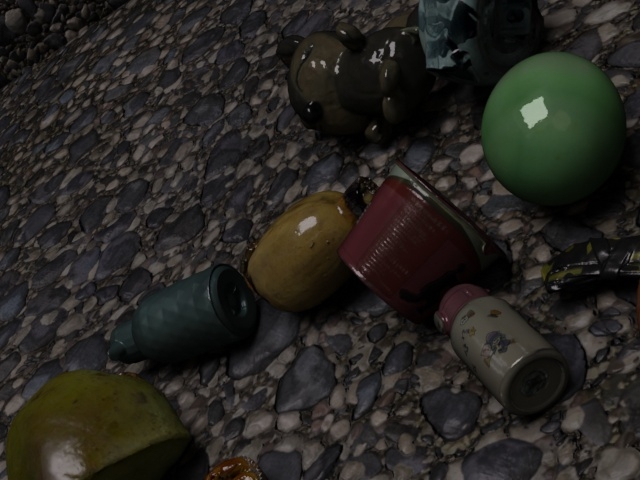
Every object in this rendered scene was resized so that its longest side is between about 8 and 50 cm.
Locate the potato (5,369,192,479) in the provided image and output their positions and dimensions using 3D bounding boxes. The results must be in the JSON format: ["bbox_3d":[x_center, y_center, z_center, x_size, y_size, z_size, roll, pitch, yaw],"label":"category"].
[{"bbox_3d":[-0.431,0.343,1.756,0.330,0.213,0.280,-49,58,2],"label":"potato"}]

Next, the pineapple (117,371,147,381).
[{"bbox_3d":[-0.339,0.328,1.891,0.108,0.108,0.198,-37,46,7],"label":"pineapple"}]

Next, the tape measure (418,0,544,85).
[{"bbox_3d":[0.293,-0.408,1.914,0.275,0.256,0.147,-22,26,-40],"label":"tape measure"}]

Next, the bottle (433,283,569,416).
[{"bbox_3d":[0.246,0.143,1.495,0.110,0.110,0.233,-41,35,1],"label":"bottle"}]

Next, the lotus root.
[{"bbox_3d":[0.000,0.000,1.811,0.310,0.183,0.183,-44,30,27],"label":"lotus root"}]

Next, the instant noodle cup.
[{"bbox_3d":[0.148,0.008,1.654,0.178,0.235,0.235,-48,34,7],"label":"instant noodle cup"}]

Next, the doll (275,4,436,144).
[{"bbox_3d":[0.112,-0.336,2.115,0.378,0.252,0.382,-23,20,-37],"label":"doll"}]

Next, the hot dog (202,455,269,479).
[{"bbox_3d":[-0.182,0.448,1.614,0.144,0.075,0.268,17,67,49],"label":"hot dog"}]

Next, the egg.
[{"bbox_3d":[0.361,-0.176,1.634,0.220,0.220,0.270,-18,30,31],"label":"egg"}]

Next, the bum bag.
[{"bbox_3d":[0.418,0.033,1.492,0.232,0.060,0.107,-4,40,40],"label":"bum bag"}]

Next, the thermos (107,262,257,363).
[{"bbox_3d":[-0.261,0.148,1.974,0.286,0.145,0.182,-22,7,29],"label":"thermos"}]

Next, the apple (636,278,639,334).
[{"bbox_3d":[0.499,0.075,1.247,0.261,0.194,0.261,-28,36,23],"label":"apple"}]
